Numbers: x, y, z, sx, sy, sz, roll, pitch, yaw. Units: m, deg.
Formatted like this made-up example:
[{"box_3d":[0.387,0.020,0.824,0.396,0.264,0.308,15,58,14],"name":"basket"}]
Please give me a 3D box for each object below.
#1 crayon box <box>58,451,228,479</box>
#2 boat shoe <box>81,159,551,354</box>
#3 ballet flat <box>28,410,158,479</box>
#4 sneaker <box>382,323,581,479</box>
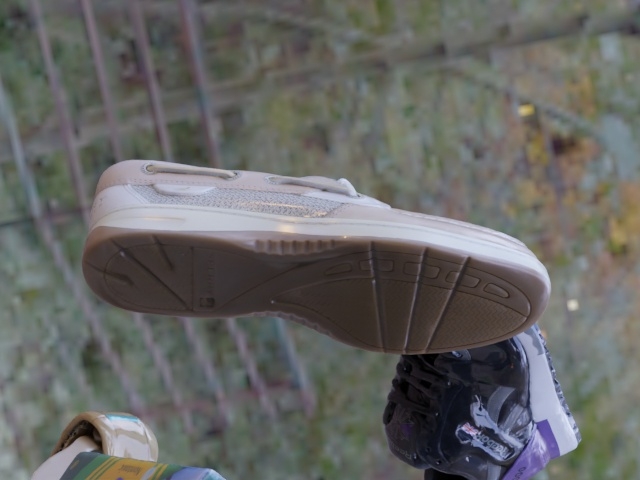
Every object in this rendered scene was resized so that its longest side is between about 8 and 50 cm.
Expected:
[{"box_3d":[-0.151,0.261,0.977,0.083,0.323,0.203,39,-18,-18],"name":"crayon box"},{"box_3d":[0.000,0.000,1.277,0.109,0.302,0.098,98,-4,-45],"name":"boat shoe"},{"box_3d":[-0.199,0.209,1.316,0.080,0.232,0.073,31,-3,32],"name":"ballet flat"},{"box_3d":[0.098,0.107,1.416,0.107,0.124,0.283,45,-11,43],"name":"sneaker"}]
